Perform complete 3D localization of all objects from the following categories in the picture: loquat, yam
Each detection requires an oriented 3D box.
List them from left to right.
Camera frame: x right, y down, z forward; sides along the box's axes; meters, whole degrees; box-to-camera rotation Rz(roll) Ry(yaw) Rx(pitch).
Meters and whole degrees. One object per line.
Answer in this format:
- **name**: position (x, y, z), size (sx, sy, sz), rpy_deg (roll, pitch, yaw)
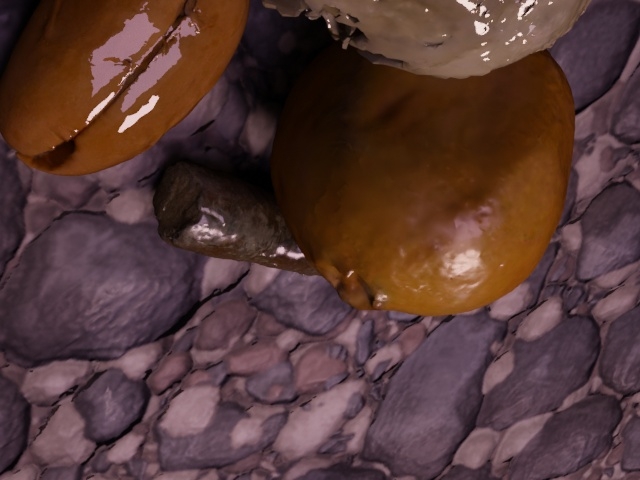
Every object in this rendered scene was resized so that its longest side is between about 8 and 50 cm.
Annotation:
- **yam**: position (0.000, 0.000, 0.938), size (0.253, 0.061, 0.061), rpy_deg (16, 110, -38)
- **loquat**: position (0.070, -0.056, 0.858), size (0.187, 0.176, 0.234), rpy_deg (32, 63, -15)

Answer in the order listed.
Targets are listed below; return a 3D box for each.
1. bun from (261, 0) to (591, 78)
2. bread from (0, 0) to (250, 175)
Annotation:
- **bun**: position (0.026, -0.180, 0.718), size (0.259, 0.259, 0.152), rpy_deg (27, 108, -40)
- **bread**: position (-0.112, -0.112, 0.788), size (0.189, 0.077, 0.114), rpy_deg (-51, 136, 4)
